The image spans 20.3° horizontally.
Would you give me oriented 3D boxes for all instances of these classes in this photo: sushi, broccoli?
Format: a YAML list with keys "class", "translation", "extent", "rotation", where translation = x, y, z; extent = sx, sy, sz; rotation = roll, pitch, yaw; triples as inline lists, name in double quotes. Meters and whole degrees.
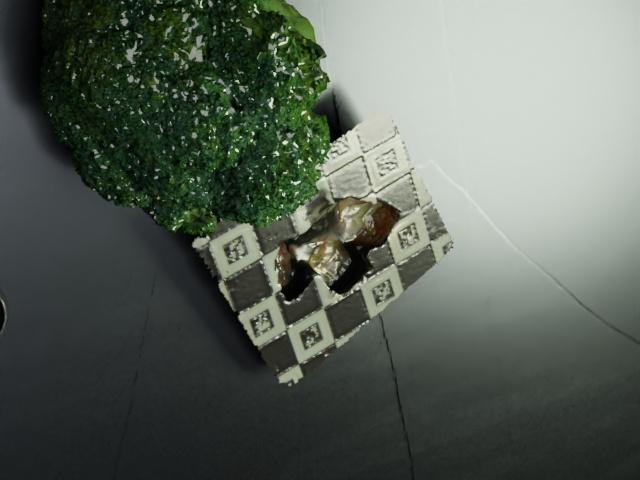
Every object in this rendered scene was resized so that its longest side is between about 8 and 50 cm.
- class: "sushi"
  translation: [0.000, 0.000, 1.576]
  extent: [0.210, 0.040, 0.193]
  rotation: [-38, 127, -13]
- class: "broccoli"
  translation: [-0.096, -0.132, 1.393]
  extent: [0.241, 0.261, 0.269]
  rotation: [-18, 76, -44]

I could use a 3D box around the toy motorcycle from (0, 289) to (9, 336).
- class: "toy motorcycle"
  translation: [-0.353, 0.031, 1.392]
  extent: [0.225, 0.073, 0.152]
  rotation: [-8, 109, -25]
